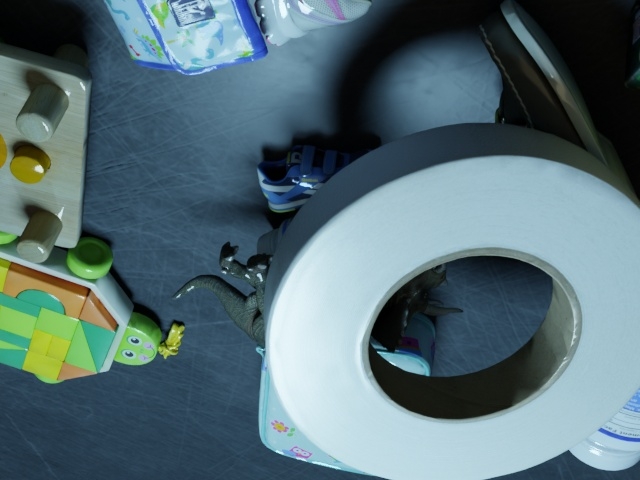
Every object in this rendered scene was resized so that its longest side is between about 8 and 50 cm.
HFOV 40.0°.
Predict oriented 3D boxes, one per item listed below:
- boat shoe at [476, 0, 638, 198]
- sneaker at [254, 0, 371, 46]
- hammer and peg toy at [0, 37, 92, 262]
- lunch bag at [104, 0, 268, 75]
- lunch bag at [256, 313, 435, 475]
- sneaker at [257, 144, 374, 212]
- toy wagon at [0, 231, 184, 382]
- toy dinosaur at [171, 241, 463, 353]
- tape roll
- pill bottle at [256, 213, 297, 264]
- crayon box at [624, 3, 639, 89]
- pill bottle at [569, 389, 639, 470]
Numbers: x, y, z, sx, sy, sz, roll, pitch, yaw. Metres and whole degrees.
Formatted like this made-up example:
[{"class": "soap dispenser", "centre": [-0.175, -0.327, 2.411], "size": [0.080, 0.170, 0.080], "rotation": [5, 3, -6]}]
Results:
[{"class": "boat shoe", "centre": [0.224, -0.099, 0.856], "size": [0.091, 0.109, 0.305], "rotation": [-26, 128, 23]}, {"class": "sneaker", "centre": [-0.015, -0.284, 0.734], "size": [0.111, 0.103, 0.252], "rotation": [-5, 140, 12]}, {"class": "hammer and peg toy", "centre": [-0.425, -0.121, 0.927], "size": [0.361, 0.127, 0.266], "rotation": [14, 135, -4]}, {"class": "lunch bag", "centre": [-0.124, -0.220, 0.775], "size": [0.151, 0.096, 0.129], "rotation": [14, 144, 36]}, {"class": "lunch bag", "centre": [0.025, 0.184, 1.155], "size": [0.224, 0.108, 0.279], "rotation": [12, 132, 4]}, {"class": "sneaker", "centre": [-0.004, -0.074, 0.954], "size": [0.144, 0.053, 0.059], "rotation": [-16, 127, 21]}, {"class": "toy wagon", "centre": [-0.350, 0.095, 1.158], "size": [0.344, 0.068, 0.267], "rotation": [22, 133, -11]}, {"class": "toy dinosaur", "centre": [-0.020, 0.070, 0.938], "size": [0.314, 0.121, 0.160], "rotation": [-15, 117, 15]}, {"class": "tape roll", "centre": [0.139, 0.076, 0.845], "size": [0.392, 0.072, 0.392], "rotation": [-2, 122, -3]}, {"class": "pill bottle", "centre": [0.000, 0.000, 1.005], "size": [0.137, 0.078, 0.078], "rotation": [-23, 126, 26]}, {"class": "crayon box", "centre": [0.438, -0.168, 0.708], "size": [0.319, 0.081, 0.202], "rotation": [8, 170, 2]}, {"class": "pill bottle", "centre": [0.368, 0.151, 1.040], "size": [0.152, 0.152, 0.272], "rotation": [6, 134, 4]}]
